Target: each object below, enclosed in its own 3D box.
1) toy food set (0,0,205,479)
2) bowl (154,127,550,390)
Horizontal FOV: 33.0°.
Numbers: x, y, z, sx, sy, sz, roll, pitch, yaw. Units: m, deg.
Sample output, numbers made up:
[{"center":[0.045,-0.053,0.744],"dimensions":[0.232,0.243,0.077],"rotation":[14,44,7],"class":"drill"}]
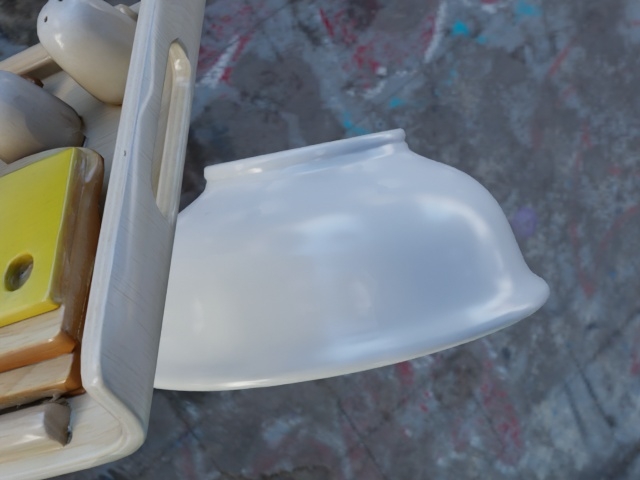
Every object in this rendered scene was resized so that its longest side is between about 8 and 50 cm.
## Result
[{"center":[-0.180,-0.008,0.447],"dimensions":[0.092,0.306,0.219],"rotation":[38,44,-45],"class":"toy food set"},{"center":[0.000,0.000,0.754],"dimensions":[0.298,0.298,0.134],"rotation":[-15,97,-29],"class":"bowl"}]
